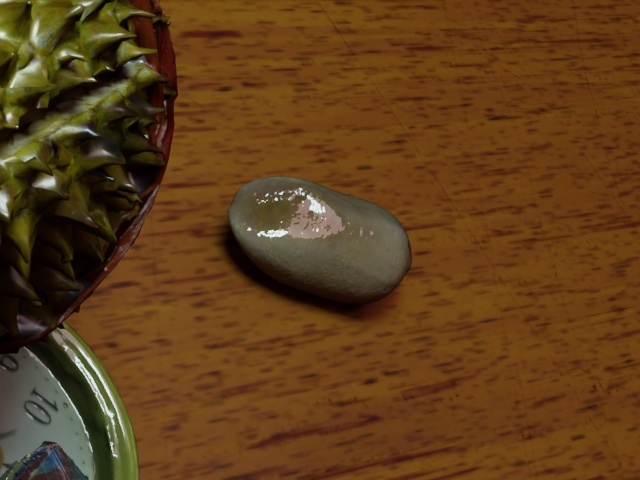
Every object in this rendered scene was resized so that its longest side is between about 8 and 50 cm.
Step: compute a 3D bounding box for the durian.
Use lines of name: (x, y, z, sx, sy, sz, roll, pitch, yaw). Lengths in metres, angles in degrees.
durian: (-0.227, -0.090, 0.918, 0.348, 0.384, 0.347, -1, 92, -23)

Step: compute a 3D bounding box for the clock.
clock: (-0.214, 0.122, 1.045, 0.237, 0.057, 0.237, 20, 50, -26)

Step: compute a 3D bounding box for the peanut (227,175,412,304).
peanut: (0.000, 0.000, 1.310, 0.152, 0.076, 0.076, 19, 48, -31)

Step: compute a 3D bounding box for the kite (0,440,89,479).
kite: (-0.203, 0.229, 0.950, 0.285, 0.015, 0.152, -31, 96, -37)
